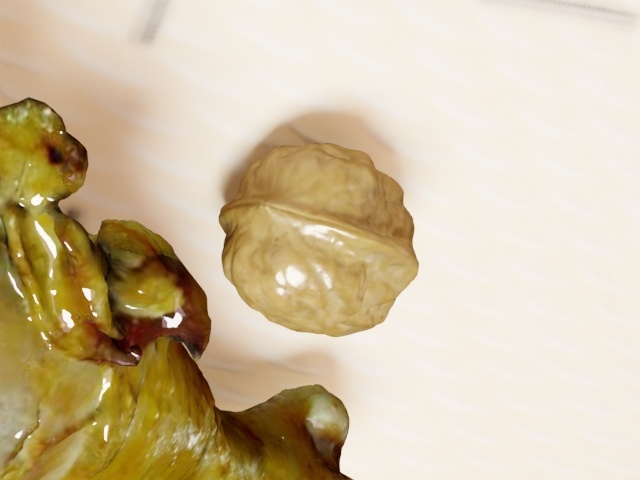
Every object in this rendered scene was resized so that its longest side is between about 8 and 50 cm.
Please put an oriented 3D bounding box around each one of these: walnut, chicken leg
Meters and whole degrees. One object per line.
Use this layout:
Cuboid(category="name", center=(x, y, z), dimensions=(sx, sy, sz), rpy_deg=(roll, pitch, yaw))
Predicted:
Cuboid(category="walnut", center=(0.000, 0.000, 0.850), dimensions=(0.096, 0.082, 0.079), rpy_deg=(33, 68, -54))
Cuboid(category="chicken leg", center=(-0.125, 0.069, 0.804), dimensions=(0.211, 0.140, 0.361), rpy_deg=(-1, 155, 17))
